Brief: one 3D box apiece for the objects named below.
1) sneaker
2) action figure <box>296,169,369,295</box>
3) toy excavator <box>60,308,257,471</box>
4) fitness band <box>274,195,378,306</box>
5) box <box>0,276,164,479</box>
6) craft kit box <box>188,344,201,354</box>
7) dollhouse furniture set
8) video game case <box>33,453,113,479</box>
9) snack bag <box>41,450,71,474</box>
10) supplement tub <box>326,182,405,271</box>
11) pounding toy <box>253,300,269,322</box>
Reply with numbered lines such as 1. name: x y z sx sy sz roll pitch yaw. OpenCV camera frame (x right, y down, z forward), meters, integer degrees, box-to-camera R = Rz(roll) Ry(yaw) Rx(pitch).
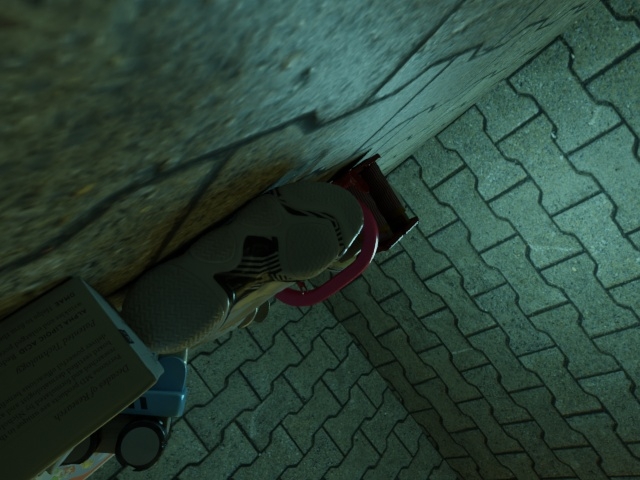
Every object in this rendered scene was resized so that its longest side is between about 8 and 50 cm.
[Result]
1. sneaker: -0.112 0.041 0.696 0.366 0.137 0.210 -32 176 -18
2. action figure: 0.000 0.000 0.848 0.091 0.139 0.280 -36 -179 -40
3. toy excavator: -0.393 0.298 1.113 0.433 0.445 0.222 8 168 -12
4. fitness band: -0.013 0.017 0.975 0.291 0.209 0.054 -38 178 19
5. box: -0.263 0.144 0.435 0.182 0.119 0.181 -37 180 -22
6. craft kit box: -0.485 0.338 1.775 0.247 0.061 0.250 -39 -158 -3
7. dollhouse furniture set: 0.050 -0.045 1.183 0.152 0.201 0.374 -37 -174 -37
8. video game case: -0.660 0.522 1.173 0.025 0.285 0.204 18 -140 37
9. snack bag: -0.365 0.241 0.819 0.342 0.037 0.323 -48 -172 41
10. supplement tub: 0.101 -0.048 1.461 0.235 0.235 0.325 -37 179 -32
11. pounding toy: -0.242 0.189 1.389 0.270 0.154 0.155 -19 176 -11
